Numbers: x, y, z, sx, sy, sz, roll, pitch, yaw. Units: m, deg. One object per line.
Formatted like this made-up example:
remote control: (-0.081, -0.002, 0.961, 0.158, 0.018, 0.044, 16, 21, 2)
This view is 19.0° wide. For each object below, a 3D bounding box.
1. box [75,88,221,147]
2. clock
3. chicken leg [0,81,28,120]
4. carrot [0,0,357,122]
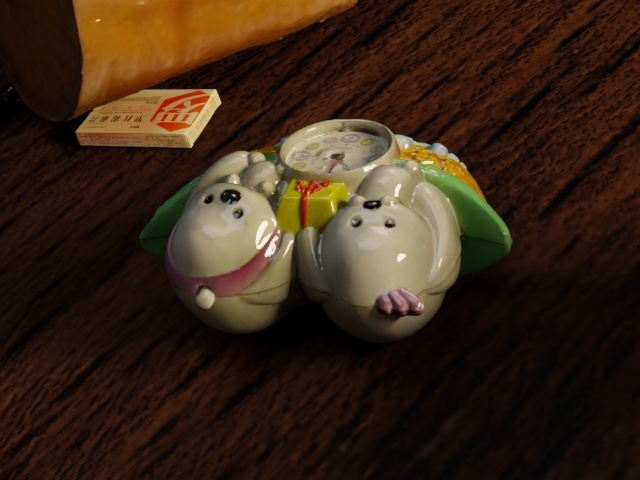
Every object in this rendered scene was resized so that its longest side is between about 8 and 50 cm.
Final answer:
box: (-0.125, -0.089, 1.390, 0.093, 0.015, 0.058, 2, 37, 25)
clock: (0.000, 0.000, 1.148, 0.231, 0.103, 0.144, 0, 30, 19)
chicken leg: (-0.317, -0.072, 1.418, 0.205, 0.053, 0.093, -9, 21, 3)
carrot: (-0.112, -0.211, 1.403, 0.254, 0.196, 0.196, -19, 34, -25)
